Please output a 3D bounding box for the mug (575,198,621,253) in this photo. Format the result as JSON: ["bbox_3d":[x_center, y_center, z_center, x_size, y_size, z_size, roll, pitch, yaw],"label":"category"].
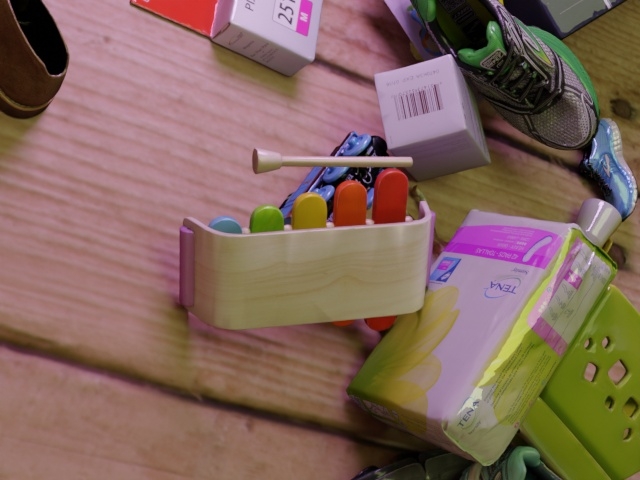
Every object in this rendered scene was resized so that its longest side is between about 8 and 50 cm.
[{"bbox_3d":[0.400,-0.012,1.950,0.078,0.062,0.064,39,63,-8],"label":"mug"}]

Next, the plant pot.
[{"bbox_3d":[0.296,0.199,1.679,0.228,0.227,0.207,49,66,-20],"label":"plant pot"}]

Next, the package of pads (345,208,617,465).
[{"bbox_3d":[0.192,0.108,1.598,0.101,0.229,0.297,41,76,-26],"label":"package of pads"}]

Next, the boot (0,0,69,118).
[{"bbox_3d":[-0.365,-0.295,1.501,0.112,0.115,0.305,-28,87,-35],"label":"boot"}]

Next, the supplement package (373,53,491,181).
[{"bbox_3d":[0.146,-0.155,1.747,0.179,0.105,0.105,36,42,-70],"label":"supplement package"}]

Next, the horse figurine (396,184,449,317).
[{"bbox_3d":[0.117,0.033,1.736,0.263,0.066,0.174,-32,87,-39],"label":"horse figurine"}]

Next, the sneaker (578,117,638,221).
[{"bbox_3d":[0.416,-0.100,2.005,0.073,0.063,0.162,-10,73,-18],"label":"sneaker"}]

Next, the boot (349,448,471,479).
[{"bbox_3d":[0.200,0.351,1.645,0.338,0.118,0.223,1,67,-39],"label":"boot"}]

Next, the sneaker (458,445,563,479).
[{"bbox_3d":[0.287,0.355,1.557,0.283,0.122,0.110,45,45,1],"label":"sneaker"}]

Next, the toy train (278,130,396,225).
[{"bbox_3d":[0.017,-0.060,1.677,0.080,0.105,0.184,49,53,-20],"label":"toy train"}]

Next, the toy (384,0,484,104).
[{"bbox_3d":[0.158,-0.295,1.893,0.137,0.056,0.237,-39,102,-36],"label":"toy"}]

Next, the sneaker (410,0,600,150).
[{"bbox_3d":[0.237,-0.235,1.794,0.343,0.134,0.146,40,25,-15],"label":"sneaker"}]

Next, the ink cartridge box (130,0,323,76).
[{"bbox_3d":[-0.104,-0.380,1.747,0.238,0.060,0.275,22,61,-28],"label":"ink cartridge box"}]

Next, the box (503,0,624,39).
[{"bbox_3d":[0.367,-0.482,1.958,0.343,0.179,0.313,-33,93,-14],"label":"box"}]

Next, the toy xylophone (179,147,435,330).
[{"bbox_3d":[0.000,0.000,1.556,0.322,0.081,0.236,4,110,-21],"label":"toy xylophone"}]
